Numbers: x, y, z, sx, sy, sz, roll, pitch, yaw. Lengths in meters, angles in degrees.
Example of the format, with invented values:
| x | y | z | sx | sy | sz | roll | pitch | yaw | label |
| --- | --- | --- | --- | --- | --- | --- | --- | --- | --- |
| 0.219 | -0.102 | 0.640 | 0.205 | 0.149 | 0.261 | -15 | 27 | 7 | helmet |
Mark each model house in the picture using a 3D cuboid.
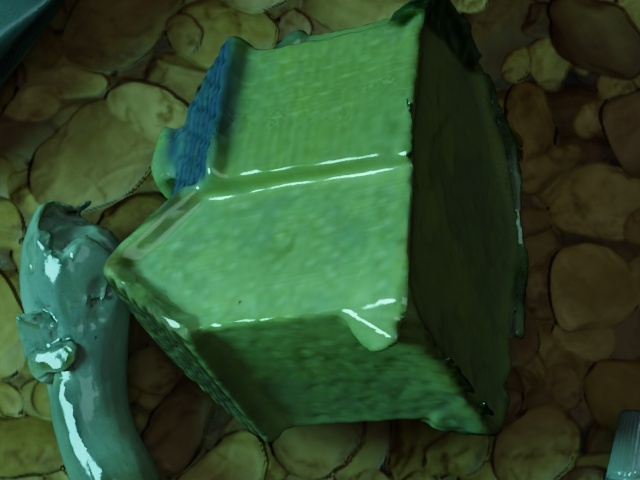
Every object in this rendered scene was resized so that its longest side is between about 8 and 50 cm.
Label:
| x | y | z | sx | sy | sz | roll | pitch | yaw | label |
| --- | --- | --- | --- | --- | --- | --- | --- | --- | --- |
| 0.000 | 0.000 | 1.345 | 0.266 | 0.261 | 0.321 | -8 | 55 | 20 | model house |

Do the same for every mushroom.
| x | y | z | sx | sy | sz | roll | pitch | yaw | label |
| --- | --- | --- | --- | --- | --- | --- | --- | --- | --- |
| -0.175 | 0.101 | 1.352 | 0.096 | 0.099 | 0.278 | -15 | 79 | 21 | mushroom |

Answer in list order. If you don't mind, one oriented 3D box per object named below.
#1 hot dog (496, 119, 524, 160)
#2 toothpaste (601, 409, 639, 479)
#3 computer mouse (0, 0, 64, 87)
| x | y | z | sx | sy | sz | roll | pitch | yaw | label |
| --- | --- | --- | --- | --- | --- | --- | --- | --- | --- |
| 0.134 | -0.090 | 1.461 | 0.083 | 0.021 | 0.037 | 26 | 75 | 5 | hot dog |
| 0.236 | 0.272 | 1.353 | 0.099 | 0.068 | 0.282 | 6 | 82 | 29 | toothpaste |
| -0.328 | -0.159 | 1.417 | 0.167 | 0.090 | 0.379 | 38 | 82 | 12 | computer mouse |
